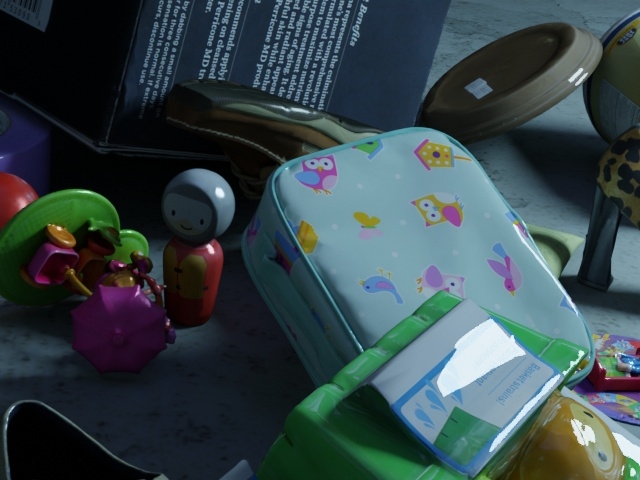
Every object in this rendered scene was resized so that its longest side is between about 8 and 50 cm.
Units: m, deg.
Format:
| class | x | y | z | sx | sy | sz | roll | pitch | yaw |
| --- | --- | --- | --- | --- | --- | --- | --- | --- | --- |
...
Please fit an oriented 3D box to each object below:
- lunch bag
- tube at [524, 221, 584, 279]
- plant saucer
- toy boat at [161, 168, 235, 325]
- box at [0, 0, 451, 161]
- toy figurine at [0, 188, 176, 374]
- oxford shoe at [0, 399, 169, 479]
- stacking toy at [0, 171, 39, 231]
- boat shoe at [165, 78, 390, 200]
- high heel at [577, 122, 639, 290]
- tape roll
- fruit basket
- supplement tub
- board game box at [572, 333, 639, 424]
| class | x | y | z | sx | sy | sz | roll | pitch | yaw |
| --- | --- | --- | --- | --- | --- | --- | --- | --- | --- |
| lunch bag | 0.069 | 0.043 | 1.021 | 0.224 | 0.108 | 0.279 | -19 | 65 | -28 |
| tube | 0.231 | 0.020 | 1.333 | 0.070 | 0.062 | 0.240 | 54 | 23 | -4 |
| plant saucer | 0.255 | -0.223 | 1.709 | 0.277 | 0.041 | 0.278 | -27 | 23 | 13 |
| toy boat | 0.000 | 0.000 | 1.187 | 0.318 | 0.148 | 0.267 | -3 | 26 | -23 |
| box | -0.177 | -0.300 | 1.534 | 0.471 | 0.298 | 0.480 | 3 | 20 | -47 |
| toy figurine | -0.185 | 0.055 | 1.098 | 0.173 | 0.130 | 0.159 | 17 | 23 | -51 |
| oxford shoe | -0.103 | 0.212 | 0.702 | 0.348 | 0.130 | 0.123 | 27 | 30 | 37 |
| stacking toy | -0.397 | -0.010 | 1.126 | 0.141 | 0.141 | 0.330 | 26 | 26 | 37 |
| boat shoe | -0.032 | -0.089 | 1.333 | 0.324 | 0.120 | 0.122 | 11 | 10 | -46 |
| high heel | 0.411 | -0.014 | 1.290 | 0.261 | 0.186 | 0.093 | 13 | 24 | 12 |
| tape roll | -0.433 | -0.093 | 1.344 | 0.274 | 0.090 | 0.275 | 6 | 23 | -2 |
| fruit basket | 0.146 | 0.192 | 0.756 | 0.353 | 0.165 | 0.327 | 34 | 37 | 20 |
| supplement tub | 0.499 | -0.170 | 1.616 | 0.228 | 0.228 | 0.316 | 2 | 24 | -11 |
| board game box | 0.293 | 0.115 | 1.157 | 0.133 | 0.033 | 0.168 | 21 | 27 | 28 |
